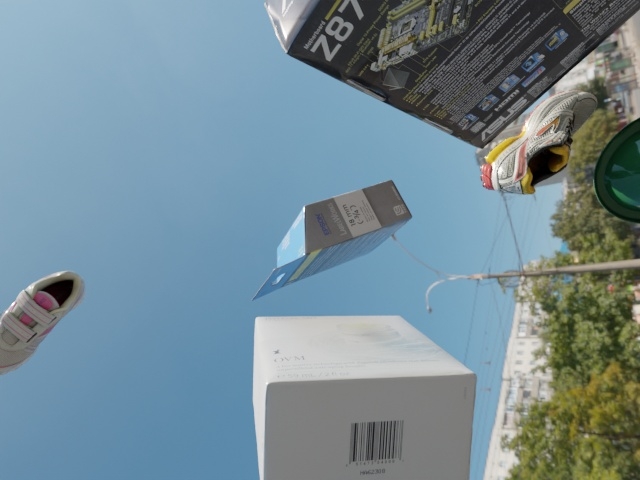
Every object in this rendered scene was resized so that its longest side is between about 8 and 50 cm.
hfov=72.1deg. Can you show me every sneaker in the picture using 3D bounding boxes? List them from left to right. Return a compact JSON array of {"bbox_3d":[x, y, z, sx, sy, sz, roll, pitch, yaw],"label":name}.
[{"bbox_3d":[-0.566,0.145,0.860,0.103,0.111,0.252,38,-131,-13],"label":"sneaker"},{"bbox_3d":[0.359,-0.147,0.688,0.225,0.092,0.088,-44,-52,-8],"label":"sneaker"}]

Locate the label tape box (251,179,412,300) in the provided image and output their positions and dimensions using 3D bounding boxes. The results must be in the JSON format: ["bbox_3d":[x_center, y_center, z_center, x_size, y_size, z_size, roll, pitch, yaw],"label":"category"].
[{"bbox_3d":[0.000,0.000,0.976,0.333,0.240,0.106,-20,-104,-26],"label":"label tape box"}]

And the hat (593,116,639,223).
[{"bbox_3d":[0.511,-0.089,0.596,0.173,0.208,0.183,37,-156,-3],"label":"hat"}]

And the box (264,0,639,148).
[{"bbox_3d":[0.188,-0.276,0.370,0.318,0.395,0.097,7,-129,-40],"label":"box"}]

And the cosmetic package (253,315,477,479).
[{"bbox_3d":[0.033,0.187,0.551,0.224,0.224,0.138,1,-85,-12],"label":"cosmetic package"}]
